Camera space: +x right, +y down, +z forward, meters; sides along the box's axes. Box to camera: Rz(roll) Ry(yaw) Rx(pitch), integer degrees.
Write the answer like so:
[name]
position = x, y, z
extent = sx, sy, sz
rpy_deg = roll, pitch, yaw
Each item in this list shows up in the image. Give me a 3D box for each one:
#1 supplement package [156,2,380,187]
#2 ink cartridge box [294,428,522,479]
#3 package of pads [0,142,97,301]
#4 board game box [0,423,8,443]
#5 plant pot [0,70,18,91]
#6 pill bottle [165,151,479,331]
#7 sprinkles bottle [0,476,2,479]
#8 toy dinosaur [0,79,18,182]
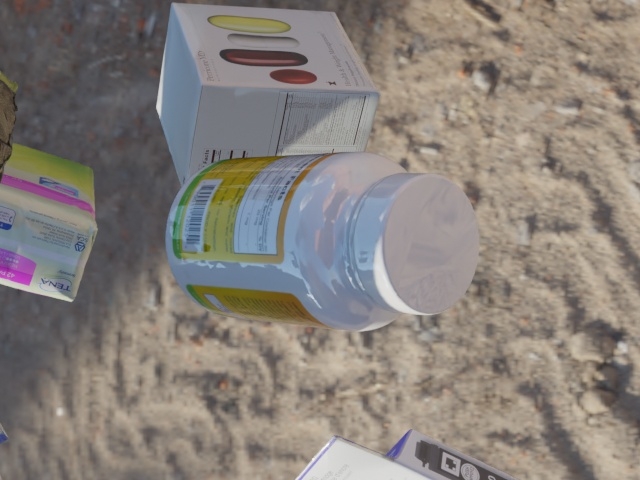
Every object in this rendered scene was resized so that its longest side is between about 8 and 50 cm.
[supplement package]
position = -0.067, -0.163, 1.379
extent = 0.194, 0.203, 0.149
rpy_deg = -114, 30, -48
[ink cartridge box]
position = 0.055, 0.230, 0.910
extent = 0.206, 0.208, 0.045
rpy_deg = -54, 16, 37
[package of pads]
position = -0.358, -0.042, 1.252
extent = 0.296, 0.229, 0.101
rpy_deg = -130, 58, -73
[board game box]
position = -0.401, 0.180, 1.373
extent = 0.020, 0.090, 0.090
rpy_deg = -33, 51, -14
[plant pot]
position = -0.344, -0.158, 1.132
extent = 0.083, 0.083, 0.079
rpy_deg = 1, 129, 44
[pill bottle]
position = 0.000, 0.000, 0.932
extent = 0.246, 0.136, 0.136
rpy_deg = 2, 86, 49
[sprinkles bottle]
position = -0.320, 0.227, 0.992
extent = 0.355, 0.121, 0.121
rpy_deg = 39, 113, 60
[toy dinosaur]
position = -0.200, -0.052, 0.593
extent = 0.064, 0.118, 0.268
rpy_deg = -42, 33, 16
